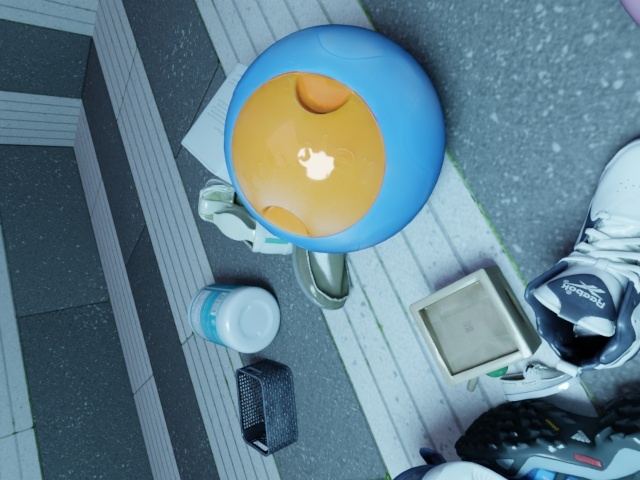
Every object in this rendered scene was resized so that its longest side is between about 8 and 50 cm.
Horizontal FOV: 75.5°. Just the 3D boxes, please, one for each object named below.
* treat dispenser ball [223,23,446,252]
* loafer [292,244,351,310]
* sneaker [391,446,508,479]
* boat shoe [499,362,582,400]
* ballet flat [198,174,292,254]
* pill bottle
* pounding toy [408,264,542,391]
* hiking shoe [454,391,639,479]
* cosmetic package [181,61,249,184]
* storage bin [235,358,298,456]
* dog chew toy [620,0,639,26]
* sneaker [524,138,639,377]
[{"bbox_3d":[0.018,-0.127,0.554,0.288,0.288,0.288,10,104,49],"label":"treat dispenser ball"},{"bbox_3d":[0.000,0.000,0.741,0.087,0.094,0.251,-31,72,52],"label":"loafer"},{"bbox_3d":[0.214,0.377,0.462,0.322,0.130,0.236,31,142,11],"label":"sneaker"},{"bbox_3d":[0.263,0.169,0.505,0.100,0.035,0.035,-45,65,51],"label":"boat shoe"},{"bbox_3d":[-0.199,-0.072,0.938,0.400,0.139,0.139,29,117,44],"label":"ballet flat"},{"bbox_3d":[-0.224,0.178,0.995,0.264,0.146,0.146,-3,94,51],"label":"pill bottle"},{"bbox_3d":[0.202,0.124,0.538,0.130,0.100,0.141,-35,71,31],"label":"pounding toy"},{"bbox_3d":[0.277,0.251,0.443,0.132,0.113,0.304,61,144,7],"label":"hiking shoe"},{"bbox_3d":[-0.119,-0.189,0.758,0.151,0.151,0.184,39,95,39],"label":"cosmetic package"},{"bbox_3d":[-0.126,0.382,0.960,0.122,0.084,0.180,-2,95,50],"label":"storage bin"},{"bbox_3d":[0.358,-0.187,0.218,0.331,0.206,0.207,37,123,31],"label":"dog chew toy"},{"bbox_3d":[0.267,0.024,0.384,0.094,0.153,0.235,29,117,42],"label":"sneaker"}]
